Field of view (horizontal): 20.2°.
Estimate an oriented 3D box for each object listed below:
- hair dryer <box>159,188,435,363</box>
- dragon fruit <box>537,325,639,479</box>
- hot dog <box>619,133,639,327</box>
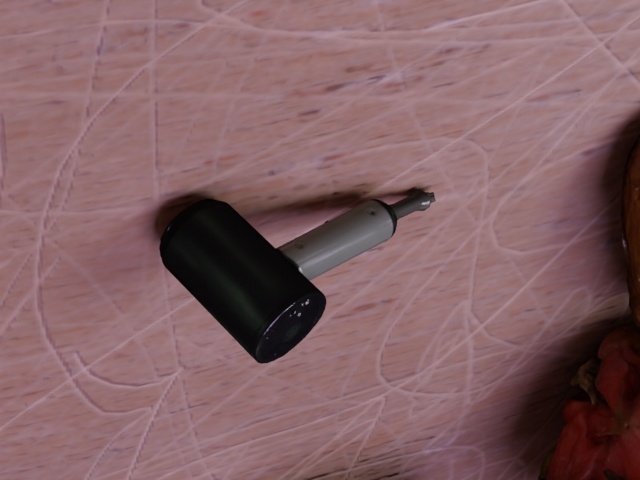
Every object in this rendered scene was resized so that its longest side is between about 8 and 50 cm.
[{"bbox_3d":[0.000,0.000,1.137,0.197,0.100,0.057,-24,150,-39],"label":"hair dryer"},{"bbox_3d":[0.306,0.193,1.390,0.314,0.296,0.263,-44,123,-25],"label":"dragon fruit"},{"bbox_3d":[0.283,-0.011,1.283,0.160,0.099,0.227,-26,147,-2],"label":"hot dog"}]
